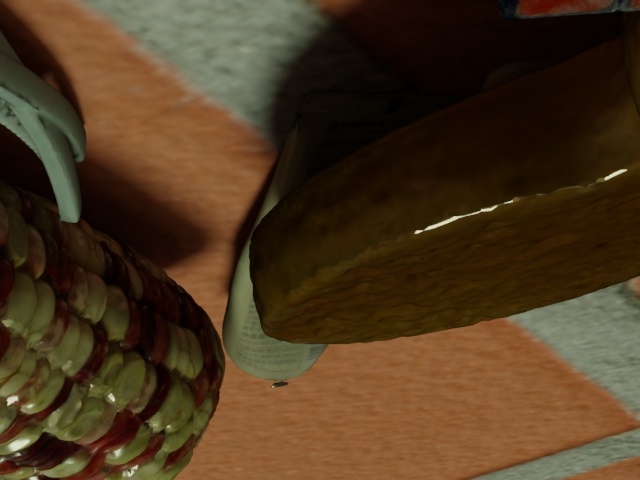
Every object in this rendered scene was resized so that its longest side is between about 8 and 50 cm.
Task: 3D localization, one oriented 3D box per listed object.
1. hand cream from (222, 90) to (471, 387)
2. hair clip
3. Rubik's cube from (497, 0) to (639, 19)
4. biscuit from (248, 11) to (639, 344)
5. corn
[{"bbox_3d":[0.000,0.000,0.621,0.057,0.037,0.165,-1,147,-19],"label":"hand cream"},{"bbox_3d":[-0.091,-0.040,0.492,0.039,0.030,0.115,3,158,19],"label":"hair clip"},{"bbox_3d":[0.074,-0.104,0.332,0.092,0.092,0.092,-7,155,-9],"label":"Rubik's cube"},{"bbox_3d":[0.169,-0.062,0.498,0.432,0.064,0.283,-19,165,23],"label":"biscuit"},{"bbox_3d":[-0.113,0.016,0.535,0.086,0.086,0.253,-19,154,20],"label":"corn"}]
